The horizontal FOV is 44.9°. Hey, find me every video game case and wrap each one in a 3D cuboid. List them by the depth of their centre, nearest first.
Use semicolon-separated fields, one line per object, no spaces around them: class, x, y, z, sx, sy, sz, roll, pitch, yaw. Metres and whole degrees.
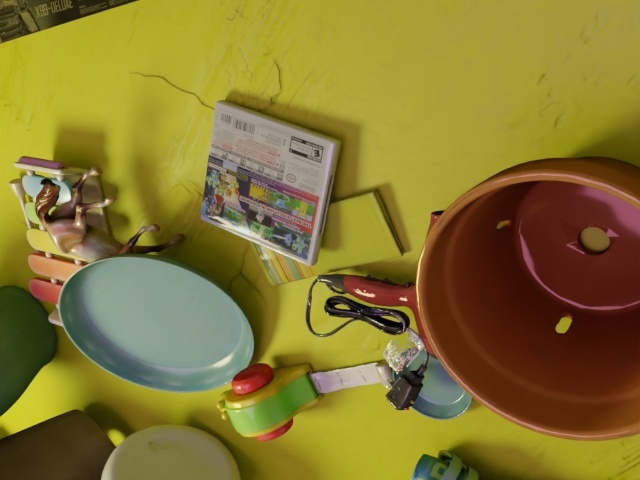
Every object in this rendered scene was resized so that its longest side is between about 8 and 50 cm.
video game case;-0.075;-0.082;1.086;0.201;0.023;0.183;22;115;24

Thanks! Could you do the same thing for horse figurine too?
horse figurine;-0.348;-0.007;1.215;0.174;0.066;0.263;-35;123;22

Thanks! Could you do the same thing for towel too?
towel;0.000;0.000;1.101;0.237;0.021;0.102;-15;110;35

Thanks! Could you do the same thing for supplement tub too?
supplement tub;-0.286;0.522;1.392;0.241;0.241;0.331;30;126;17

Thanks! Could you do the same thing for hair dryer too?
hair dryer;0.102;0.078;1.018;0.223;0.080;0.293;42;120;11

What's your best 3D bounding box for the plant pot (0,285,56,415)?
plant pot;-0.660;0.218;1.470;0.271;0.255;0.272;13;119;26

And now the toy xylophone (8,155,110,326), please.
toy xylophone;-0.455;0.002;1.346;0.236;0.081;0.323;2;113;32

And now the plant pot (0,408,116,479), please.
plant pot;-0.529;0.484;1.474;0.323;0.280;0.323;31;140;30

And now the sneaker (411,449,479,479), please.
sneaker;0.241;0.367;1.060;0.319;0.127;0.208;-35;93;38

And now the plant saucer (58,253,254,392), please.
plant saucer;-0.259;0.130;1.243;0.317;0.044;0.318;5;132;5

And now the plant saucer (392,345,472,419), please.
plant saucer;0.160;0.197;1.092;0.119;0.021;0.119;13;118;26

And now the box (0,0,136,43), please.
box;-0.393;-0.332;1.000;0.242;0.307;0.077;13;123;27

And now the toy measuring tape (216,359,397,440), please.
toy measuring tape;-0.044;0.243;1.185;0.330;0.121;0.121;-15;104;36

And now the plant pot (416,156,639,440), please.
plant pot;0.274;0.032;0.826;0.290;0.203;0.291;14;120;26
